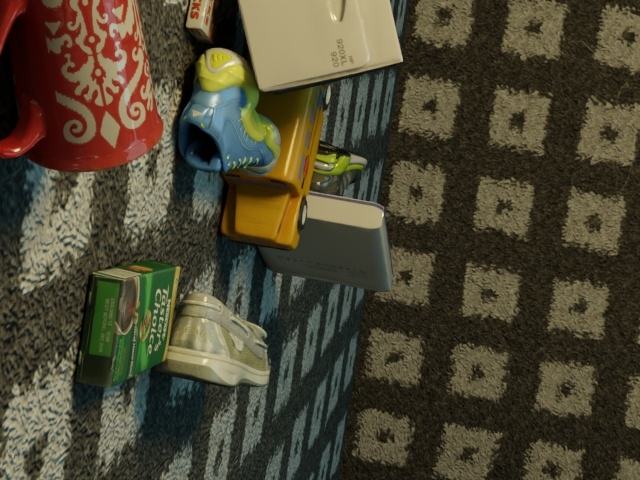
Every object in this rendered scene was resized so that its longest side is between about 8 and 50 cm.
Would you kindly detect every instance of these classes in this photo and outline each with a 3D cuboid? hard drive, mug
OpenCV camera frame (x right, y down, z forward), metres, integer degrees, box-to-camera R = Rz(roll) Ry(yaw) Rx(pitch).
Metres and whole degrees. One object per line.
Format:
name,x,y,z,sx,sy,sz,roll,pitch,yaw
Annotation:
hard drive,0.000,0.000,1.825,0.318,0.210,0.040,73,29,-70
mug,-0.184,-0.141,0.875,0.150,0.113,0.169,-71,164,-53

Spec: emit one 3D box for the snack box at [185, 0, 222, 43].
snack box,-0.120,-0.317,1.353,0.064,0.022,0.178,37,63,-80

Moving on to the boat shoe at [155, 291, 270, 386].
boat shoe,-0.124,0.122,1.481,0.320,0.118,0.103,32,69,-79

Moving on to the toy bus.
toy bus,-0.057,-0.161,1.630,0.130,0.108,0.332,63,37,-74

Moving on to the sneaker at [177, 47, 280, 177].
sneaker,-0.119,-0.118,1.421,0.126,0.091,0.240,-63,158,-22

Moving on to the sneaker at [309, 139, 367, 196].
sneaker,0.003,-0.112,2.144,0.300,0.111,0.121,-8,120,-76

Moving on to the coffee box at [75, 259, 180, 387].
coffee box,-0.196,0.082,1.240,0.184,0.040,0.113,-10,110,-80

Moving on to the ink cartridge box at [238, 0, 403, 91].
ink cartridge box,-0.003,-0.273,1.426,0.232,0.168,0.171,-75,152,-84
